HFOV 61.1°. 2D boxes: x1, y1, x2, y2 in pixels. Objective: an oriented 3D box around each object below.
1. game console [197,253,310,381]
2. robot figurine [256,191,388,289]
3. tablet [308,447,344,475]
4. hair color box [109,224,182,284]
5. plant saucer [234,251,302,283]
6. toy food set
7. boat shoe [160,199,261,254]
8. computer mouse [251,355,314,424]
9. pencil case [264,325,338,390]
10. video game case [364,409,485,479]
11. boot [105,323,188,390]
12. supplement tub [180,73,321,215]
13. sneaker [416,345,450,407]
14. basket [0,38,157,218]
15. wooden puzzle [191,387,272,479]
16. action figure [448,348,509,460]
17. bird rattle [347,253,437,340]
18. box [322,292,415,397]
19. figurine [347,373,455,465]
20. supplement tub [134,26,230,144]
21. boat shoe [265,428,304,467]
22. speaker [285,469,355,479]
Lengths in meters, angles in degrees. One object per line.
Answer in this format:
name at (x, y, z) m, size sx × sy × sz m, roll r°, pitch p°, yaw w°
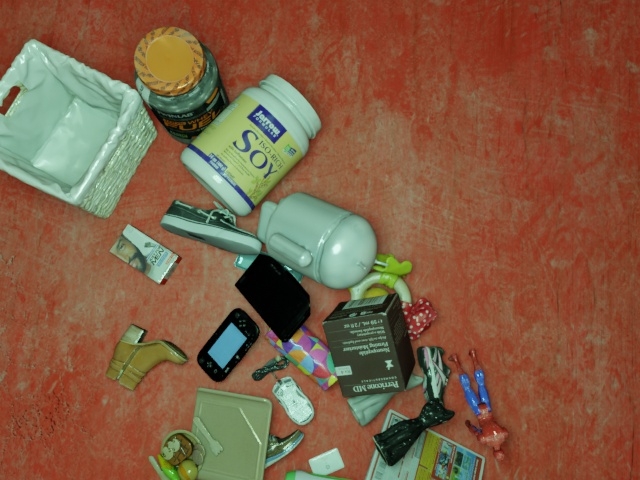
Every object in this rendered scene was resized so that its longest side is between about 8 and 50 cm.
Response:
game console at (-0.185, 0.226, 1.414) m, size 0.213 × 0.044 × 0.361 m, roll 44°, pitch 103°, yaw 27°
robot figurine at (0.000, 0.000, 1.405) m, size 0.353 × 0.300 × 0.200 m, roll 25°, pitch 117°, yaw 30°
tablet at (0.016, 0.595, 1.444) m, size 0.083 × 0.006 × 0.054 m, roll -22°, pitch 83°, yaw -4°
hair color box at (-0.481, 0.040, 1.496) m, size 0.167 × 0.053 × 0.093 m, roll 31°, pitch 82°, yaw 5°
plant saucer at (-0.142, 0.075, 1.517) m, size 0.192 × 0.018 × 0.067 m, roll 21°, pitch 81°, yaw 1°
toy food set at (-0.357, 0.555, 1.395) m, size 0.192 × 0.038 × 0.132 m, roll -43°, pitch 78°, yaw 8°
boat shoe at (-0.286, -0.043, 1.470) m, size 0.306 × 0.113 × 0.105 m, roll 14°, pitch 70°, yaw 25°
computer mouse at (-0.091, 0.408, 1.455) m, size 0.106 × 0.042 × 0.193 m, roll -35°, pitch 78°, yaw -11°
pencil case at (-0.037, 0.296, 1.447) m, size 0.236 × 0.104 × 0.104 m, roll 41°, pitch 82°, yaw 3°
video game case at (0.273, 0.589, 1.393) m, size 0.285 × 0.025 × 0.204 m, roll 26°, pitch 50°, yaw 3°
boot at (-0.462, 0.330, 1.443) m, size 0.197 × 0.073 × 0.152 m, roll 23°, pitch 80°, yaw 14°
supplement tub at (-0.181, -0.254, 1.455) m, size 0.241 × 0.241 × 0.331 m, roll 42°, pitch 83°, yaw 5°
sneaker at (0.319, 0.370, 1.458) m, size 0.077 × 0.072 × 0.178 m, roll -7°, pitch 87°, yaw -13°
basket at (-0.656, -0.275, 1.433) m, size 0.331 × 0.266 × 0.328 m, roll 27°, pitch 81°, yaw 4°
wooden puzzle at (-0.236, 0.515, 1.409) m, size 0.220 × 0.044 × 0.239 m, roll 4°, pitch 84°, yaw 19°
action figure at (0.423, 0.447, 1.446) m, size 0.091 × 0.139 × 0.280 m, roll -14°, pitch 59°, yaw -1°
bird rattle at (0.189, 0.163, 1.483) m, size 0.206 × 0.143 × 0.254 m, roll -23°, pitch 95°, yaw 7°
box at (0.128, 0.261, 1.372) m, size 0.168 × 0.167 × 0.203 m, roll -13°, pitch 98°, yaw 20°
figurine at (0.202, 0.432, 1.395) m, size 0.209 × 0.092 × 0.215 m, roll -29°, pitch 39°, yaw -12°
supplement tub at (-0.358, -0.397, 1.424) m, size 0.207 × 0.338 × 0.207 m, roll 0°, pitch 81°, yaw -1°
boat shoe at (-0.129, 0.544, 1.418) m, size 0.183 × 0.066 × 0.066 m, roll -34°, pitch 82°, yaw -6°
speaker at (0.050, 0.667, 1.374) m, size 0.296 × 0.131 × 0.131 m, roll 9°, pitch 81°, yaw 0°
